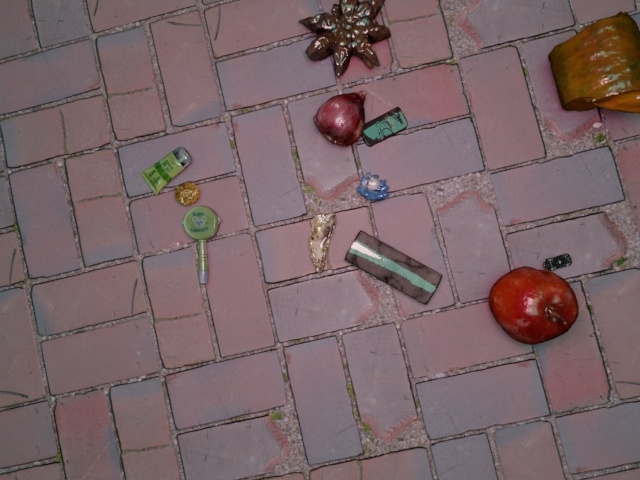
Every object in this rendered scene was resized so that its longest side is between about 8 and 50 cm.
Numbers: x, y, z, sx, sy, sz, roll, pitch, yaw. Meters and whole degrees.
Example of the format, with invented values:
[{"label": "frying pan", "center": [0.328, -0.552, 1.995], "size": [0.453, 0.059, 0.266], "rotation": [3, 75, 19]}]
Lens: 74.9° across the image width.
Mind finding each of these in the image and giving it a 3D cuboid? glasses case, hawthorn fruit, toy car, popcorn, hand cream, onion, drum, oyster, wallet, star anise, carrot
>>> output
[{"label": "glasses case", "center": [0.232, 0.085, 1.339], "size": [0.300, 0.060, 0.114], "rotation": [28, 89, 4]}, {"label": "hawthorn fruit", "center": [0.629, 0.192, 1.205], "size": [0.242, 0.272, 0.241], "rotation": [0, 93, 5]}, {"label": "toy car", "center": [0.750, 0.069, 1.326], "size": [0.093, 0.025, 0.041], "rotation": [-15, 85, -1]}, {"label": "popcorn", "center": [-0.444, -0.158, 1.394], "size": [0.083, 0.057, 0.083], "rotation": [0, 84, 2]}, {"label": "hand cream", "center": [-0.514, -0.242, 1.407], "size": [0.175, 0.046, 0.095], "rotation": [-36, 88, 3]}, {"label": "onion", "center": [0.080, -0.399, 1.329], "size": [0.160, 0.159, 0.194], "rotation": [38, 90, 4]}, {"label": "drum", "center": [-0.372, 0.007, 1.384], "size": [0.130, 0.049, 0.252], "rotation": [-19, 86, 2]}, {"label": "oyster", "center": [-0.001, -0.002, 1.371], "size": [0.106, 0.061, 0.199], "rotation": [25, 86, 22]}, {"label": "wallet", "center": [0.208, -0.376, 1.385], "size": [0.157, 0.018, 0.082], "rotation": [-26, 86, 1]}, {"label": "star anise", "center": [0.082, -0.693, 1.364], "size": [0.316, 0.108, 0.314], "rotation": [0, 95, 3]}, {"label": "carrot", "center": [0.839, -0.493, 1.245], "size": [0.242, 0.241, 0.340], "rotation": [-14, 83, 3]}]

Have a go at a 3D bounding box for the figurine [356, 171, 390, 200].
[{"label": "figurine", "center": [0.176, -0.168, 1.345], "size": [0.115, 0.079, 0.114], "rotation": [8, 44, -8]}]
